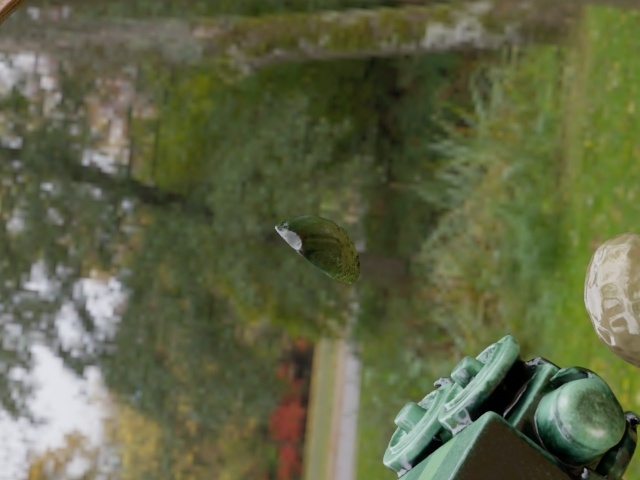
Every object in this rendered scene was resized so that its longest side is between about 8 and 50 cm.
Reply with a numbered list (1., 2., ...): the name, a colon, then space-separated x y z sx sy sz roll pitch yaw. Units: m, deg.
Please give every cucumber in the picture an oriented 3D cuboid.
1. cucumber: 0.000 0.000 1.318 0.035 0.067 0.107 -45 -18 8

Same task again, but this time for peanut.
1. peanut: 0.303 0.085 1.236 0.104 0.228 0.085 -47 2 -10

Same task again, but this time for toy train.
1. toy train: 0.124 0.214 1.259 0.238 0.167 0.299 -53 0 -35

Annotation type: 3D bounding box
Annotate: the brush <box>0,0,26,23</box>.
1. brush: -0.082 -0.113 0.552 0.314 0.017 0.090 -33 13 38
